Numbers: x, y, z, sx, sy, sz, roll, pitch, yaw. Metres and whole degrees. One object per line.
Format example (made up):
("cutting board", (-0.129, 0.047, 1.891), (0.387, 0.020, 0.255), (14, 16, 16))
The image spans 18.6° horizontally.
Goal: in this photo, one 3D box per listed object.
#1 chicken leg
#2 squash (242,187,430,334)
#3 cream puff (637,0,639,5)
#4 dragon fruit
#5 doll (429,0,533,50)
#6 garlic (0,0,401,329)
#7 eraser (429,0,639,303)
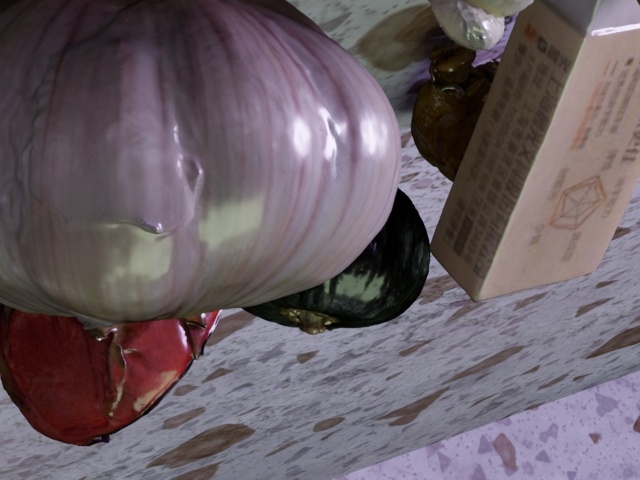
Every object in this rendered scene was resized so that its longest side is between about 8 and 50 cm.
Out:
("chicken leg", (0.125, -0.109, 1.627), (0.085, 0.101, 0.207), (-51, 163, -12))
("squash", (-0.001, 0.006, 1.671), (0.193, 0.155, 0.193), (4, 146, 3))
("cream puff", (0.280, -0.223, 1.342), (0.129, 0.189, 0.189), (24, 144, -17))
("dragon fruit", (-0.192, 0.035, 1.519), (0.218, 0.223, 0.148), (-40, 122, 19))
("doll", (0.152, -0.246, 1.208), (0.278, 0.175, 0.149), (-27, -156, -22))
("garlic", (-0.113, -0.053, 1.177), (0.322, 0.241, 0.322), (-27, -177, 2))
("eraser", (0.203, -0.107, 1.553), (0.144, 0.078, 0.343), (-13, 137, -35))
